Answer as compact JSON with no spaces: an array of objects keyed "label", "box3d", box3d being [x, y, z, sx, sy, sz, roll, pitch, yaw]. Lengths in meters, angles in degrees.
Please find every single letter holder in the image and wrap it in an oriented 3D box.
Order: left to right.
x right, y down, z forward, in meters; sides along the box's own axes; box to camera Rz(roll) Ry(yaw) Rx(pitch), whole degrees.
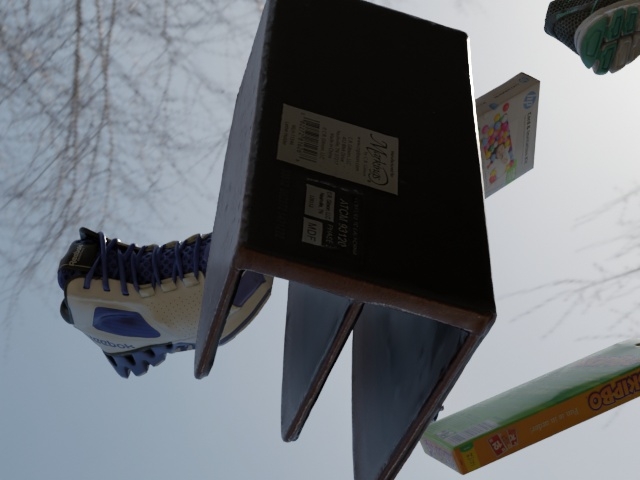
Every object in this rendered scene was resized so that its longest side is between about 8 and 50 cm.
[{"label":"letter holder","box3d":[0.000,0.000,0.857,0.152,0.214,0.301,15,-140,-10]}]

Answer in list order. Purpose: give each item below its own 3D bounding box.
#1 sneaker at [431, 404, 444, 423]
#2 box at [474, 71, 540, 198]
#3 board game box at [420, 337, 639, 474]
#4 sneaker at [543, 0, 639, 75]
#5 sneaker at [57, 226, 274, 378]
[{"label":"sneaker","box3d":[0.125,0.208,1.652,0.081,0.211,0.080,26,-93,6]},{"label":"box","box3d":[0.211,-0.119,1.647,0.186,0.145,0.038,-32,-133,-31]},{"label":"board game box","box3d":[0.232,0.160,1.251,0.259,0.124,0.039,-24,-85,-11]},{"label":"sneaker","box3d":[0.241,-0.175,0.968,0.167,0.076,0.065,-12,-57,-34]},{"label":"sneaker","box3d":[-0.210,0.053,1.510,0.182,0.316,0.127,36,-138,-31]}]
